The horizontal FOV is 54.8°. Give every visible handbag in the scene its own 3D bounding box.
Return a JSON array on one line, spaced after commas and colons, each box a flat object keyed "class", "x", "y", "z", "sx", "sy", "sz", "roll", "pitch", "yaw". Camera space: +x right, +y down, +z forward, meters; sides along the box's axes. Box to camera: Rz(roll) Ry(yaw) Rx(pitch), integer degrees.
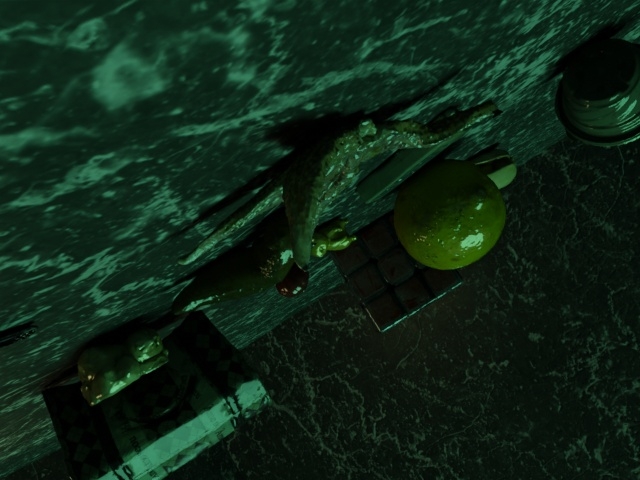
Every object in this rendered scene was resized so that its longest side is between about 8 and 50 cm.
[{"class": "handbag", "x": -0.360, "y": 0.346, "z": 1.359, "sx": 0.416, "sy": 0.316, "sz": 0.180, "roll": -29, "pitch": 134, "yaw": -18}]

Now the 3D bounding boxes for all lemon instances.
[{"class": "lemon", "x": 0.302, "y": -0.064, "z": 1.455, "sx": 0.257, "sy": 0.258, "sz": 0.310, "roll": -30, "pitch": 174, "yaw": -14}]

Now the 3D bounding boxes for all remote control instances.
[{"class": "remote control", "x": -0.426, "y": 0.133, "z": 0.823, "sx": 0.039, "sy": 0.014, "sz": 0.096, "roll": -37, "pitch": 171, "yaw": 31}]

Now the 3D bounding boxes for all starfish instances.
[{"class": "starfish", "x": 0.026, "y": -0.071, "z": 0.860, "sx": 0.384, "sy": 0.132, "sz": 0.398, "roll": -40, "pitch": 176, "yaw": 35}]

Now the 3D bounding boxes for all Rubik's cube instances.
[{"class": "Rubik's cube", "x": 0.230, "y": 0.096, "z": 1.966, "sx": 0.305, "sy": 0.304, "sz": 0.301, "roll": -30, "pitch": 172, "yaw": -2}]

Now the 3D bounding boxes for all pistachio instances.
[{"class": "pistachio", "x": 0.491, "y": -0.197, "z": 1.821, "sx": 0.200, "sy": 0.117, "sz": 0.145, "roll": -26, "pitch": 175, "yaw": -28}]

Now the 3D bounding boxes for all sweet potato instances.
[{"class": "sweet potato", "x": -0.127, "y": 0.048, "z": 1.126, "sx": 0.310, "sy": 0.098, "sz": 0.124, "roll": -33, "pitch": 151, "yaw": 19}]

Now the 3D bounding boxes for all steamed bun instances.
[{"class": "steamed bun", "x": -0.399, "y": 0.237, "z": 1.227, "sx": 0.177, "sy": 0.106, "sz": 0.192, "roll": -32, "pitch": -179, "yaw": -27}]

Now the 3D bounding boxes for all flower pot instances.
[{"class": "flower pot", "x": 0.585, "y": -0.319, "z": 1.257, "sx": 0.235, "sy": 0.236, "sz": 0.140, "roll": -35, "pitch": 147, "yaw": 23}]

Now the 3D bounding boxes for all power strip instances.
[{"class": "power strip", "x": 0.168, "y": -0.153, "z": 1.182, "sx": 0.080, "sy": 0.048, "sz": 0.286, "roll": -20, "pitch": 167, "yaw": -49}]

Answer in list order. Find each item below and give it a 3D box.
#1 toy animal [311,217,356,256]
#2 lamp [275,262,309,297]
[{"class": "toy animal", "x": -0.001, "y": 0.003, "z": 1.420, "sx": 0.159, "sy": 0.070, "sz": 0.083, "roll": -17, "pitch": 166, "yaw": -42}, {"class": "lamp", "x": -0.075, "y": 0.104, "z": 1.649, "sx": 0.101, "sy": 0.090, "sz": 0.101, "roll": -35, "pitch": -148, "yaw": 26}]
